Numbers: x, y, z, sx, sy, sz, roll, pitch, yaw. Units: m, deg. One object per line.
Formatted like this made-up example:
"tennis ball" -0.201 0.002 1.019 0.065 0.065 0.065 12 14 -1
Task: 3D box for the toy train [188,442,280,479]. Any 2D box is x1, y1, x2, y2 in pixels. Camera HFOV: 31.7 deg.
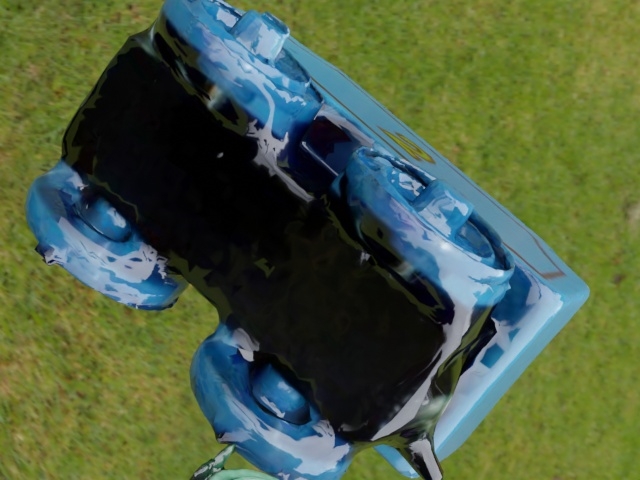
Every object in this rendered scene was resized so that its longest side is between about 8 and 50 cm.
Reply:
"toy train" -0.033 0.181 0.426 0.115 0.154 0.269 -53 168 16

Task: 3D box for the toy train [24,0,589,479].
"toy train" 0.000 0.000 0.673 0.188 0.300 0.265 -52 163 15
